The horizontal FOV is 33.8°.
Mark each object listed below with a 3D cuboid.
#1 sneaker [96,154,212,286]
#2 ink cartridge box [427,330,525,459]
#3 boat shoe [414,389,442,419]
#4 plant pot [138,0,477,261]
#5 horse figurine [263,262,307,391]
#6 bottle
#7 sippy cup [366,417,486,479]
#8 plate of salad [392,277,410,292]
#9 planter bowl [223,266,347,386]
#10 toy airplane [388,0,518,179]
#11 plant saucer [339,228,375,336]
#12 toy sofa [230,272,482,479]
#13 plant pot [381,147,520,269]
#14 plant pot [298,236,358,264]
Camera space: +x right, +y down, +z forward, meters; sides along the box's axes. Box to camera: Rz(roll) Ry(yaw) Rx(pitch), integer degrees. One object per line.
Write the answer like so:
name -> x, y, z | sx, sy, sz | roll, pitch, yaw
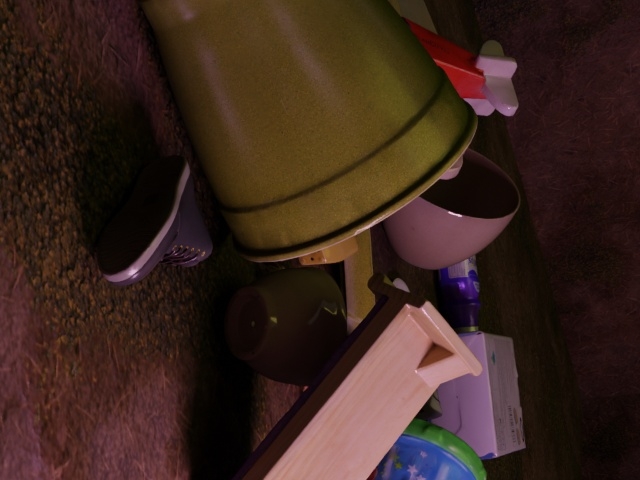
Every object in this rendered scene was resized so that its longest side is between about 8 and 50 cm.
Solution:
sneaker -> -0.175, 0.006, 1.200 | 0.222, 0.083, 0.118 | -72, 147, -53
ink cartridge box -> 0.356, 0.351, 2.373 | 0.395, 0.151, 0.270 | 17, 67, -66
boat shoe -> 0.177, 0.280, 2.034 | 0.258, 0.095, 0.084 | 62, 21, -64
plant pot -> -0.041, -0.224, 1.344 | 0.353, 0.366, 0.366 | 59, 27, -21
horse figurine -> -0.019, 0.154, 1.546 | 0.174, 0.066, 0.263 | 92, -17, -82
bottle -> 0.325, 0.086, 2.487 | 0.118, 0.092, 0.283 | 22, 61, -68
sippy cup -> 0.117, 0.427, 1.630 | 0.240, 0.305, 0.224 | 100, 12, -48
plate of salad -> 0.179, 0.173, 2.125 | 0.200, 0.048, 0.200 | -8, 90, -70
planter bowl -> -0.058, 0.111, 1.396 | 0.109, 0.162, 0.162 | 8, 72, -42
toy airplane -> 0.188, -0.313, 2.046 | 0.384, 0.272, 0.386 | 49, 37, 3
plant saucer -> 0.059, 0.076, 1.782 | 0.188, 0.045, 0.189 | 97, -10, -73
toy sofa -> 0.013, 0.223, 1.307 | 0.362, 0.177, 0.150 | -50, 123, -13
plant pot -> 0.233, -0.054, 2.116 | 0.284, 0.284, 0.191 | -65, 175, -57
plant pot -> 0.000, 0.000, 1.684 | 0.083, 0.081, 0.082 | -44, 123, -52
